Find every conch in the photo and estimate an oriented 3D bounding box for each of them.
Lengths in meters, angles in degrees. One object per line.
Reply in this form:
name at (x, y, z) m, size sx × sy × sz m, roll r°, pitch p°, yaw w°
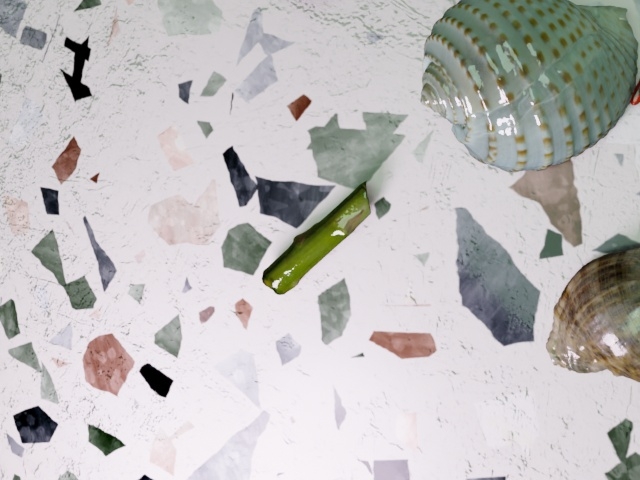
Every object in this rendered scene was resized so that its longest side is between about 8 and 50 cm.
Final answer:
conch at (0.474, 0.127, 1.131) m, size 0.291 × 0.159 × 0.210 m, roll -23°, pitch 88°, yaw 26°
conch at (0.317, -0.246, 1.132) m, size 0.319 × 0.215 × 0.303 m, roll -18°, pitch 99°, yaw 25°

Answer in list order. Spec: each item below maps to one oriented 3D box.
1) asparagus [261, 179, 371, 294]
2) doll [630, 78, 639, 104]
asparagus at (0.001, 0.000, 1.376) m, size 0.277 × 0.060 × 0.067 m, roll -40°, pitch 61°, yaw 22°
doll at (0.536, -0.277, 1.109) m, size 0.109 × 0.057 × 0.169 m, roll 12°, pitch 97°, yaw 12°
